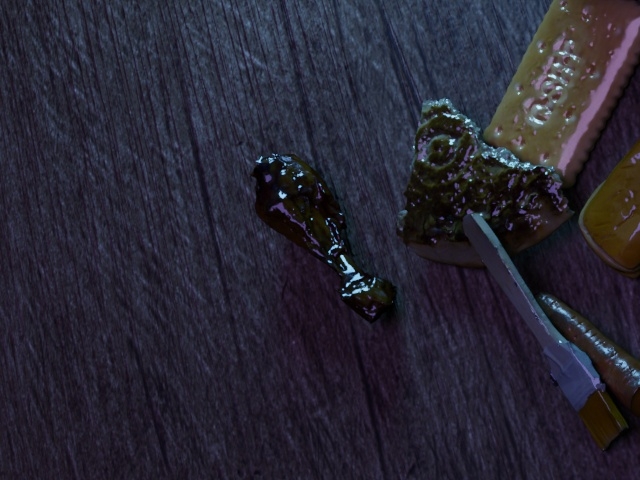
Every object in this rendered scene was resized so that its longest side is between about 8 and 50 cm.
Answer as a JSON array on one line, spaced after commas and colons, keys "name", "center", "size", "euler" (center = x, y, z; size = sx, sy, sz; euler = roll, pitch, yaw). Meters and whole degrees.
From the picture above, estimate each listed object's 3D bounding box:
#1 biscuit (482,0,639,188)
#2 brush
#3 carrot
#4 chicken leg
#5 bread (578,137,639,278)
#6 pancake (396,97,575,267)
[{"name": "biscuit", "center": [0.310, -0.203, 2.024], "size": [0.160, 0.030, 0.250], "euler": [36, 104, 39]}, {"name": "brush", "center": [0.266, 0.100, 1.946], "size": [0.336, 0.020, 0.085], "euler": [58, 155, 20]}, {"name": "carrot", "center": [0.324, 0.121, 1.930], "size": [0.057, 0.057, 0.224], "euler": [-57, 48, 16]}, {"name": "chicken leg", "center": [0.000, 0.000, 2.196], "size": [0.304, 0.113, 0.093], "euler": [56, 137, 31]}, {"name": "bread", "center": [0.387, -0.055, 1.903], "size": [0.116, 0.077, 0.200], "euler": [49, 113, 27]}, {"name": "pancake", "center": [0.198, -0.082, 2.066], "size": [0.266, 0.057, 0.245], "euler": [-28, 65, 36]}]
